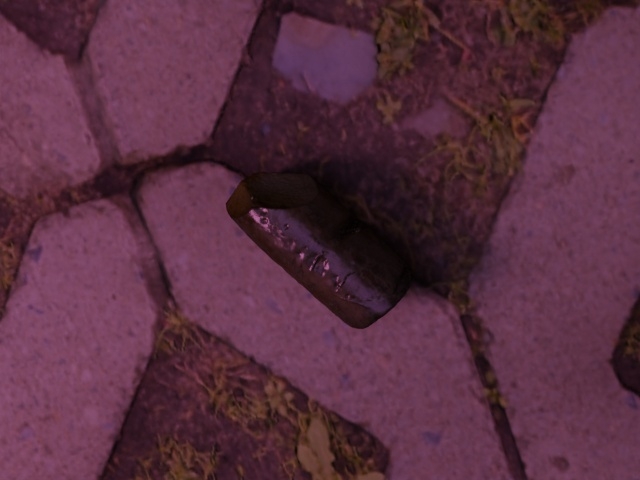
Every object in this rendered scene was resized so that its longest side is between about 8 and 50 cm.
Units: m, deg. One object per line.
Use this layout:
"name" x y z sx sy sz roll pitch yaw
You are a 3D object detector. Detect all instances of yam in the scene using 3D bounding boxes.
"yam" 0.000 0.000 1.211 0.146 0.070 0.070 43 107 5
